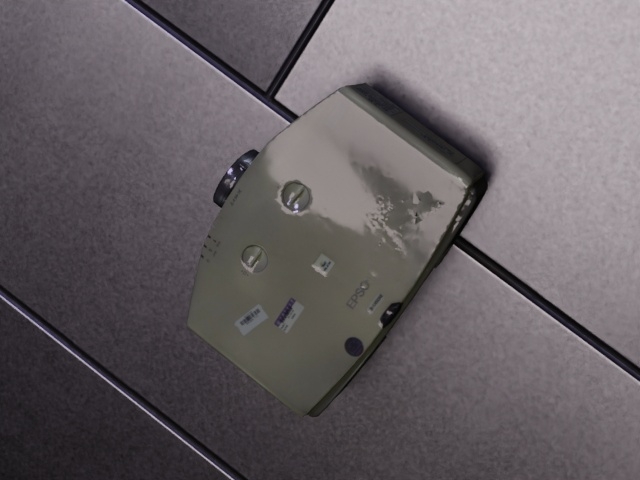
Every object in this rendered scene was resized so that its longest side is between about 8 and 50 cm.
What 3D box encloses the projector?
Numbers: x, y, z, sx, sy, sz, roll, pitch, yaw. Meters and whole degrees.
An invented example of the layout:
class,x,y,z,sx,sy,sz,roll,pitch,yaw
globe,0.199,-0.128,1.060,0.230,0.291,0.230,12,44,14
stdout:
class,x,y,z,sx,sy,sz,roll,pitch,yaw
projector,0.000,0.000,1.051,0.193,0.088,0.270,37,111,8
